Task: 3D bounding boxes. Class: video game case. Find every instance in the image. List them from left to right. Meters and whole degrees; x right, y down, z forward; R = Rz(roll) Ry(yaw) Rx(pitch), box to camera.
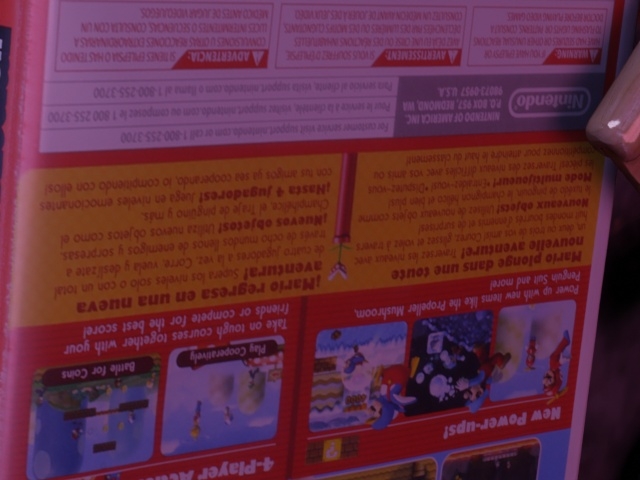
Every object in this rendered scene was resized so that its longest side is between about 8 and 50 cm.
[{"bbox_3d":[0.000,0.000,0.506,0.204,0.025,0.285,-4,105,-41],"label":"video game case"}]

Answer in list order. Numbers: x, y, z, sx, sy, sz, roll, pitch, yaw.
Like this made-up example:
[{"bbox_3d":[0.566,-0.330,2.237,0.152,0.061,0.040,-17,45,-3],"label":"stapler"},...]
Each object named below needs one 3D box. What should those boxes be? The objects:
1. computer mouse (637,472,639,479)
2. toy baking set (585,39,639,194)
[{"bbox_3d":[0.210,0.145,0.701,0.188,0.072,0.272,-33,122,-31],"label":"computer mouse"},{"bbox_3d":[0.164,-0.068,0.613,0.256,0.030,0.197,-38,131,-30],"label":"toy baking set"}]
